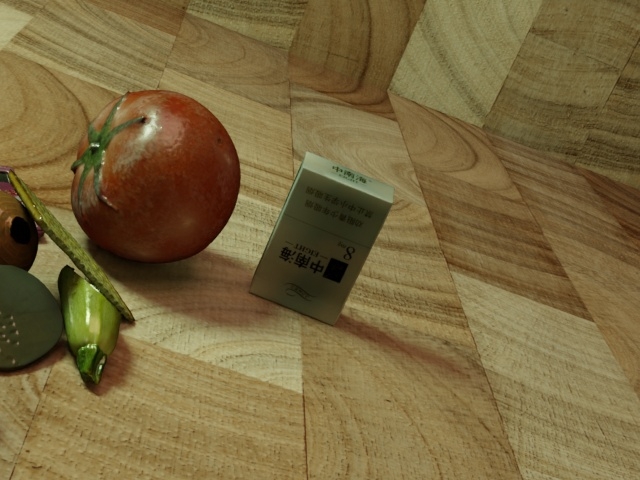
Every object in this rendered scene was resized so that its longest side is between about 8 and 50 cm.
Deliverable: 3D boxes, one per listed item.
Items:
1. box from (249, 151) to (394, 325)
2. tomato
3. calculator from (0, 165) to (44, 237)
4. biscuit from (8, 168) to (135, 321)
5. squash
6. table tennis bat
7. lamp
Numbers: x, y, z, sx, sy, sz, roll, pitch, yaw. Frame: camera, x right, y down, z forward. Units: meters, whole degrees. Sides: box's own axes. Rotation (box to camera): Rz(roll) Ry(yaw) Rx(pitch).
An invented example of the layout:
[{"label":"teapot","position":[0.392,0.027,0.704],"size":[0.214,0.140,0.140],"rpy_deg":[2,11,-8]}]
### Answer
[{"label":"box","position":[0.000,0.000,1.696],"size":[0.155,0.243,0.067],"rpy_deg":[24,27,-4]},{"label":"tomato","position":[-0.242,-0.090,1.632],"size":[0.264,0.265,0.265],"rpy_deg":[21,21,-8]},{"label":"calculator","position":[-0.497,-0.061,1.614],"size":[0.126,0.034,0.190],"rpy_deg":[6,33,-41]},{"label":"biscuit","position":[-0.334,0.011,1.452],"size":[0.139,0.016,0.231],"rpy_deg":[45,-8,44]},{"label":"squash","position":[-0.287,0.105,1.374],"size":[0.075,0.090,0.200],"rpy_deg":[-19,35,-8]},{"label":"table tennis bat","position":[-0.398,0.105,1.275],"size":[0.131,0.022,0.234],"rpy_deg":[53,34,1]},{"label":"lamp","position":[-0.431,-0.001,1.392],"size":[0.136,0.136,0.136],"rpy_deg":[21,21,-8]}]
